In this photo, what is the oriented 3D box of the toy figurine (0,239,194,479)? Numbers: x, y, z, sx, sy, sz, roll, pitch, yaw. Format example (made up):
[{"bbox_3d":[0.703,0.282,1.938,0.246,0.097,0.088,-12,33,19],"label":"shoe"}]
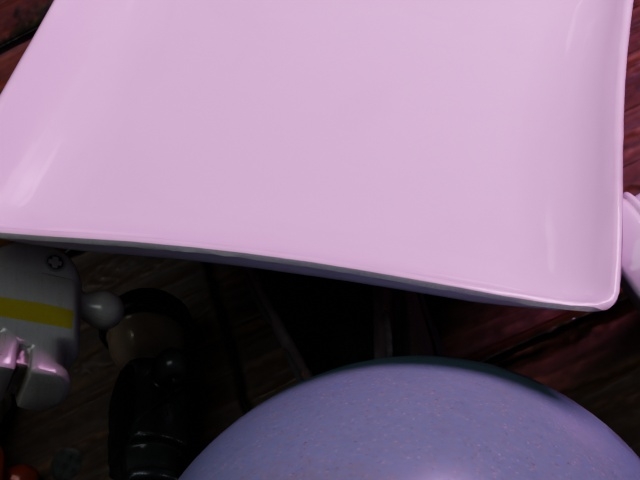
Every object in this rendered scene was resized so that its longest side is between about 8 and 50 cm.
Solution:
[{"bbox_3d":[-0.191,0.076,0.887,0.213,0.209,0.148,-20,48,17],"label":"toy figurine"}]

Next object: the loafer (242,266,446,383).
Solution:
[{"bbox_3d":[0.000,0.000,0.906,0.109,0.095,0.302,-27,57,9],"label":"loafer"}]

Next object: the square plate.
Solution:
[{"bbox_3d":[0.002,-0.089,0.875,0.344,0.049,0.347,7,43,7],"label":"square plate"}]

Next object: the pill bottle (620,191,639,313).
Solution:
[{"bbox_3d":[0.239,-0.028,0.804,0.187,0.112,0.112,-35,56,5],"label":"pill bottle"}]

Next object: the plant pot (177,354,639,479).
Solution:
[{"bbox_3d":[0.023,0.196,0.681,0.290,0.195,0.290,-2,85,17],"label":"plant pot"}]
